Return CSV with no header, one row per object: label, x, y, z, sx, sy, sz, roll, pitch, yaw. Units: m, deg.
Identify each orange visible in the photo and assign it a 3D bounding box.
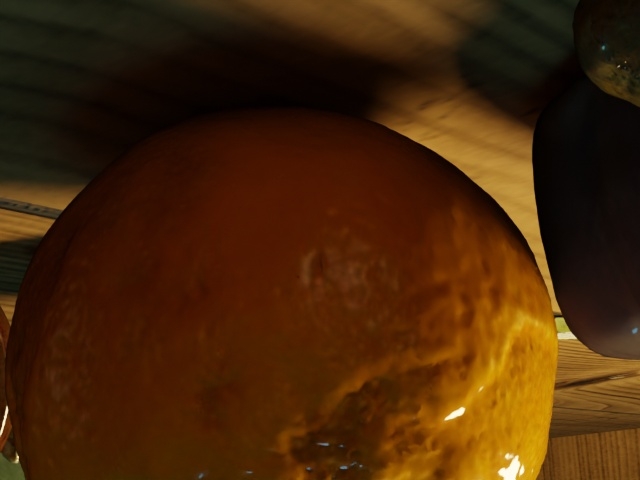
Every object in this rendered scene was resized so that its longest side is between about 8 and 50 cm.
orange,-0.016,0.061,0.472,0.261,0.261,0.261,-3,164,-1

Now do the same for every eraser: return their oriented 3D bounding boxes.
eraser,0.256,0.091,1.009,0.083,0.019,0.038,2,164,-16

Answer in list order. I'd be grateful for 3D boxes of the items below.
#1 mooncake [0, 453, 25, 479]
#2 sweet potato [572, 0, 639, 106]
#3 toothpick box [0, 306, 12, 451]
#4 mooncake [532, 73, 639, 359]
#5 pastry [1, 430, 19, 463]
mooncake,-0.368,0.244,1.158,0.168,0.175,0.104,43,156,-12
sweet potato,0.201,-0.099,0.276,0.273,0.075,0.075,-18,158,30
toothpick box,-0.276,0.093,0.526,0.192,0.192,0.294,-1,-177,-7
mooncake,0.220,-0.018,0.452,0.245,0.133,0.245,-5,171,-1
pastry,-0.258,0.185,1.060,0.102,0.154,0.250,-39,145,15
